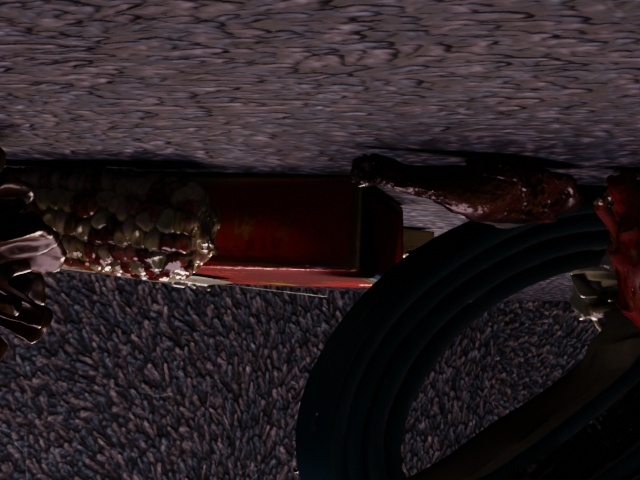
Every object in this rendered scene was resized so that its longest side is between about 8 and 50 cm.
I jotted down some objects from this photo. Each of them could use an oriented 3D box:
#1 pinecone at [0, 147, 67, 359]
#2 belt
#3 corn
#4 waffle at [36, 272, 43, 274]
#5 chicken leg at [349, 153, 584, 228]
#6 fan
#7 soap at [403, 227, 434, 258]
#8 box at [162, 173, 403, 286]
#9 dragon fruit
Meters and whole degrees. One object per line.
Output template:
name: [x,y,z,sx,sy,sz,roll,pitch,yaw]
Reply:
pinecone: [-0.303,0.017,1.493,0.202,0.201,0.229,-29,162,-31]
belt: [0.188,0.125,1.740,0.436,0.300,0.173,-31,-173,-15]
corn: [-0.217,-0.019,1.670,0.280,0.092,0.092,5,177,17]
waffle: [-0.309,0.004,1.913,0.309,0.065,0.283,-17,176,-4]
chicken leg: [0.119,-0.041,1.502,0.093,0.053,0.205,19,-175,43]
fan: [-0.121,0.041,1.874,0.329,0.009,0.191,8,175,-40]
soap: [0.000,-0.001,2.269,0.252,0.037,0.092,4,175,-25]
box: [-0.037,-0.004,1.840,0.197,0.089,0.313,0,177,10]
dragon fruit: [0.269,-0.011,1.562,0.111,0.153,0.153,45,-175,10]
